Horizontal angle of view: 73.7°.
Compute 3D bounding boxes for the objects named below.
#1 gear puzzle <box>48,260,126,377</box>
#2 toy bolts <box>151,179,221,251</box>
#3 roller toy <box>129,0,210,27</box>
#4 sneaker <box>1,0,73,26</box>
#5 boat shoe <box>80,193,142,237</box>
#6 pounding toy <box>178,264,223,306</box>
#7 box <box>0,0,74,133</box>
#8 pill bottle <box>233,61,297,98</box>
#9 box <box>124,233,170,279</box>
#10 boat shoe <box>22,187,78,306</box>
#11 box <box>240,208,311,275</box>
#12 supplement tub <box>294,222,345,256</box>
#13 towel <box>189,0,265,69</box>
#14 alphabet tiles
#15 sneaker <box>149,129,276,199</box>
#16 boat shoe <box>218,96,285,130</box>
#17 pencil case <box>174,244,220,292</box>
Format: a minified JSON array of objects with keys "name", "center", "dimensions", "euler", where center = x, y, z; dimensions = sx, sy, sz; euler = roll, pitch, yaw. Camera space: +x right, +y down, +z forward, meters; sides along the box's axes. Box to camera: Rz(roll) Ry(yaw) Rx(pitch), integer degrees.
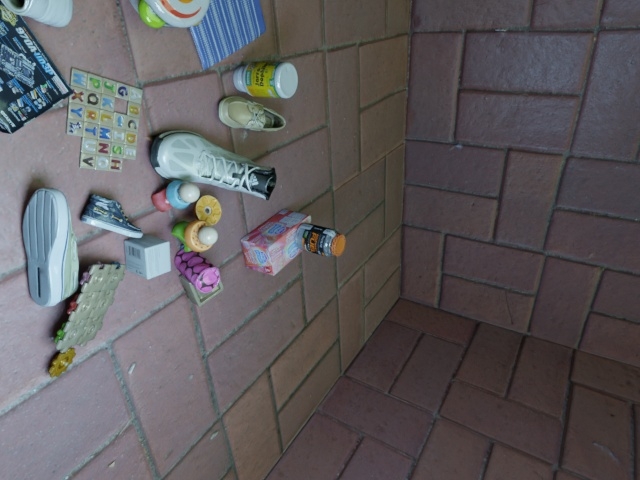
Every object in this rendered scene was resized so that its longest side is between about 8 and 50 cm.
[{"name":"gear puzzle","center":[-0.648,0.210,1.162],"dimensions":[0.175,0.044,0.339],"euler":[34,79,-85]},{"name":"toy bolts","center":[-0.382,-0.100,1.338],"dimensions":[0.218,0.158,0.228],"euler":[-54,127,-37]},{"name":"roller toy","center":[-0.401,-0.667,1.123],"dimensions":[0.209,0.146,0.191],"euler":[-26,127,-40]},{"name":"sneaker","center":[-0.574,-0.591,0.838],"dimensions":[0.169,0.108,0.293],"euler":[-92,-175,-70]},{"name":"boat shoe","center":[-0.563,-0.065,1.187],"dimensions":[0.183,0.065,0.083],"euler":[27,80,-59]},{"name":"pounding toy","center":[-0.416,0.145,1.525],"dimensions":[0.141,0.100,0.130],"euler":[-37,133,-34]},{"name":"box","center":[-0.664,-0.365,0.896],"dimensions":[0.175,0.051,0.220],"euler":[-56,145,-32]},{"name":"pill bottle","center":[-0.194,-0.555,1.472],"dimensions":[0.117,0.208,0.118],"euler":[-33,130,-51]},{"name":"box","center":[-0.517,0.046,1.279],"dimensions":[0.087,0.101,0.102],"euler":[-27,126,-54]},{"name":"boat shoe","center":[-0.653,0.014,1.051],"dimensions":[0.094,0.109,0.302],"euler":[-39,146,-69]},{"name":"box","center":[-0.175,0.001,1.803],"dimensions":[0.300,0.154,0.142],"euler":[-43,137,-46]},{"name":"supplement tub","center":[0.000,0.000,1.756],"dimensions":[0.117,0.190,0.117],"euler":[-31,127,-51]},{"name":"towel","center":[-0.308,-0.740,1.381],"dimensions":[0.336,0.040,0.243],"euler":[-51,144,-34]},{"name":"alphabet tiles","center":[-0.570,-0.304,1.131],"dimensions":[0.198,0.009,0.237],"euler":[-4,106,-60]},{"name":"sneaker","center":[-0.299,-0.240,1.374],"dimensions":[0.447,0.257,0.169],"euler":[4,98,-60]},{"name":"boat shoe","center":[-0.241,-0.451,1.547],"dimensions":[0.302,0.098,0.109],"euler":[-6,107,-59]},{"name":"pencil case","center":[-0.400,0.090,1.392],"dimensions":[0.098,0.209,0.095],"euler":[-33,129,-23]}]
